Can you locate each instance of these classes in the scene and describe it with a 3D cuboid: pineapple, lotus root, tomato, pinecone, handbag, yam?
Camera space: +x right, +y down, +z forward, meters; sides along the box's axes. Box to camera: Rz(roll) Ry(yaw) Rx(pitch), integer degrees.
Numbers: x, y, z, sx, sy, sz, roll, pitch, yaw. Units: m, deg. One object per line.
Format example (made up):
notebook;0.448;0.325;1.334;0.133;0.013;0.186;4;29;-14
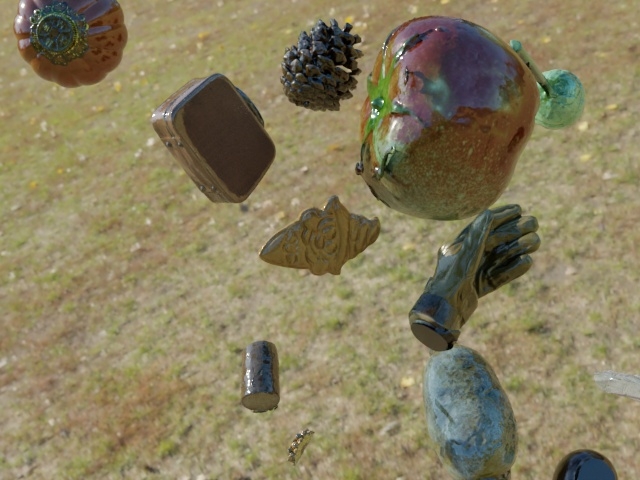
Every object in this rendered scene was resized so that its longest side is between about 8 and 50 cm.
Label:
pineapple;-0.043;0.413;1.689;0.019;0.045;0.083;22;65;29
lotus root;0.292;0.336;1.676;0.175;0.175;0.349;-19;55;4
tomato;0.191;-0.181;1.253;0.239;0.303;0.303;10;23;-12
pinecone;0.000;-0.389;1.858;0.184;0.179;0.204;7;72;23
handbag;-0.162;-0.164;1.330;0.072;0.193;0.151;2;44;50
yam;-0.117;0.260;1.606;0.084;0.084;0.127;-16;47;9

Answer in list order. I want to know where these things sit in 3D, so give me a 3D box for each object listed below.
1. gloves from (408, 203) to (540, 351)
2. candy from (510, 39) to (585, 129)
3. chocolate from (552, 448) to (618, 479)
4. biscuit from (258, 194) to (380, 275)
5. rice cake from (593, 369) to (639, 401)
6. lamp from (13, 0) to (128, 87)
gloves;0.292;0.060;1.619;0.331;0.154;0.141;-52;12;-16
candy;0.403;-0.288;1.508;0.119;0.119;0.440;-9;-7;23
chocolate;0.501;0.467;1.597;0.127;0.124;0.133;-55;4;-24
biscuit;0.000;0.000;1.626;0.250;0.162;0.035;-14;19;-7
rice cake;0.659;0.306;1.716;0.049;0.055;0.270;-12;3;-18
lamp;-0.494;-0.415;1.654;0.223;0.223;0.196;-17;15;8
